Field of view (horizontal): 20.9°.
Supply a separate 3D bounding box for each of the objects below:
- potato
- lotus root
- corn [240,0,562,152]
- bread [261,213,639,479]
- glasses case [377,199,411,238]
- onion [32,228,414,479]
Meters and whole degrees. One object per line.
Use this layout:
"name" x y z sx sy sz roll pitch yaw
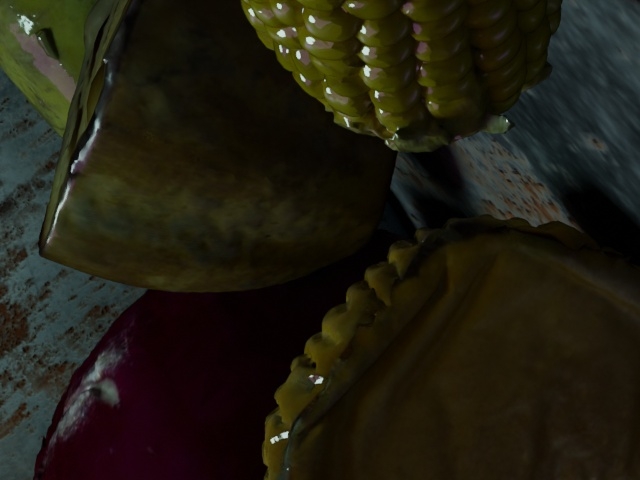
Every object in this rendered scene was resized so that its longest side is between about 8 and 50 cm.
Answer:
"potato" -0.151 -0.143 1.214 0.228 0.148 0.197 50 -172 13
"lotus root" -0.039 -0.072 0.907 0.180 0.199 0.188 18 -139 -11
"corn" 0.004 -0.114 0.408 0.091 0.091 0.260 16 157 22
"bread" 0.072 0.087 0.730 0.199 0.199 0.104 50 179 -3
"glasses case" 0.000 0.000 1.192 0.067 0.109 0.282 49 175 41
"onion" -0.011 0.119 1.015 0.260 0.337 0.282 77 171 -57
